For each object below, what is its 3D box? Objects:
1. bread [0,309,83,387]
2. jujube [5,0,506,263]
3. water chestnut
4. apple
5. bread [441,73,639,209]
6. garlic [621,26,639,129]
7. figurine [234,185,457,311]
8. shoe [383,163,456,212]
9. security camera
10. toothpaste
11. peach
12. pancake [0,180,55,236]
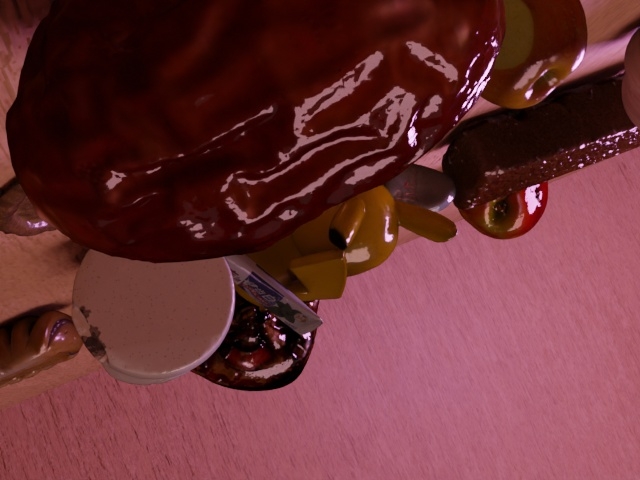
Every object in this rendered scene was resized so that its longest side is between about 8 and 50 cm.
[{"bbox_3d":[-0.487,0.177,1.266,0.225,0.081,0.134,-22,168,0],"label":"bread"},{"bbox_3d":[-0.035,-0.082,0.409,0.250,0.174,0.174,-22,174,8],"label":"jujube"},{"bbox_3d":[-0.132,0.124,1.398,0.289,0.289,0.244,-20,141,-27],"label":"water chestnut"},{"bbox_3d":[0.173,-0.170,0.697,0.114,0.102,0.099,-28,170,29],"label":"apple"},{"bbox_3d":[0.403,-0.177,1.324,0.417,0.113,0.165,-19,167,-15],"label":"bread"},{"bbox_3d":[0.524,-0.234,1.020,0.281,0.203,0.185,-22,156,17],"label":"garlic"},{"bbox_3d":[-0.005,0.003,1.155,0.327,0.169,0.218,-32,162,36],"label":"figurine"},{"bbox_3d":[0.115,-0.084,1.267,0.195,0.079,0.078,-9,138,2],"label":"shoe"},{"bbox_3d":[-0.210,0.083,1.020,0.195,0.194,0.236,-22,175,-16],"label":"security camera"},{"bbox_3d":[-0.093,0.048,1.077,0.060,0.233,0.038,-33,-158,50],"label":"toothpaste"},{"bbox_3d":[0.370,-0.100,1.637,0.197,0.197,0.197,-23,173,-3],"label":"peach"},{"bbox_3d":[-0.204,-0.046,0.733,0.199,0.021,0.199,-22,173,-3],"label":"pancake"}]
